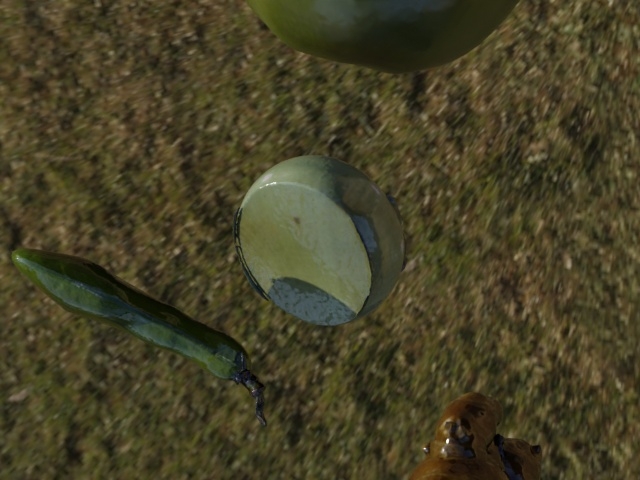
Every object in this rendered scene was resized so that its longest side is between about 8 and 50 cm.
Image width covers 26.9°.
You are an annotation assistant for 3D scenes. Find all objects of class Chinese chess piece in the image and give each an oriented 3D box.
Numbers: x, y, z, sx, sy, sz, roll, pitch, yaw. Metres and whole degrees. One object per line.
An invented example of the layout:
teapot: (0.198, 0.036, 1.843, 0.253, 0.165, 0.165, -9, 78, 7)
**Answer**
Chinese chess piece: (0.000, 0.000, 1.434, 0.188, 0.083, 0.188, 19, 128, 26)

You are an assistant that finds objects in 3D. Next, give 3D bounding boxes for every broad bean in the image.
broad bean: (-0.183, 0.083, 1.412, 0.325, 0.075, 0.067, 26, 112, 0)

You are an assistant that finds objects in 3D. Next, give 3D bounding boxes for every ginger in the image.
ginger: (0.219, 0.368, 1.817, 0.152, 0.274, 0.357, -14, 138, 21)

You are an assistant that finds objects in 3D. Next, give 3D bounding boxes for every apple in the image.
apple: (0.085, -0.431, 1.670, 0.474, 0.473, 0.473, 4, 105, 14)
